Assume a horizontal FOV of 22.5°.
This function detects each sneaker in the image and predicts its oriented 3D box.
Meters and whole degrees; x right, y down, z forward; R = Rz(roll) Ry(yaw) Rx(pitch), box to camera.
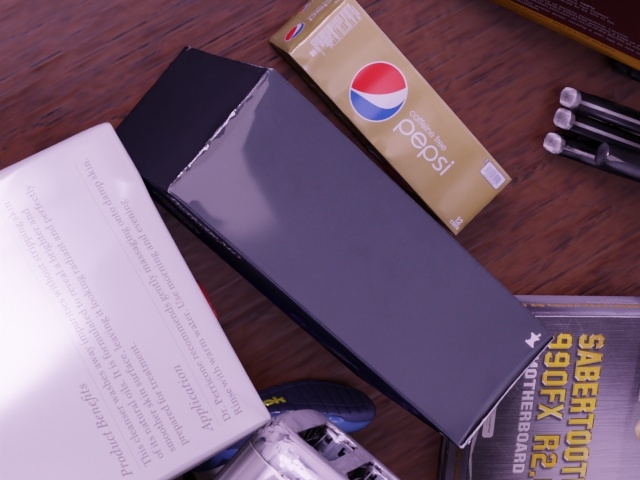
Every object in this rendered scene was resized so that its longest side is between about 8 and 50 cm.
[{"bbox_3d":[-0.030,0.140,1.153,0.144,0.053,0.059,-10,112,-9],"label":"sneaker"}]

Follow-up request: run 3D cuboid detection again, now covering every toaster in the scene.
[{"bbox_3d":[-0.025,0.197,1.039,0.129,0.227,0.146,39,95,12],"label":"toaster"}]

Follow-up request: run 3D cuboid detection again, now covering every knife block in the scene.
[{"bbox_3d":[0.306,-0.046,1.184,0.242,0.088,0.276,-28,111,-7],"label":"knife block"}]

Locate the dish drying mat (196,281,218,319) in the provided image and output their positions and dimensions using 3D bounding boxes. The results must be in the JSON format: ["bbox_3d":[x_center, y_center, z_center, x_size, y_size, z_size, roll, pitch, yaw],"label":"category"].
[{"bbox_3d":[-0.112,0.059,1.111,0.083,0.008,0.032,-27,94,-26],"label":"dish drying mat"}]

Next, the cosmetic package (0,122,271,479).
[{"bbox_3d":[-0.251,0.115,0.952,0.385,0.156,0.217,-26,84,-18],"label":"cosmetic package"}]

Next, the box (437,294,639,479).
[{"bbox_3d":[0.185,0.158,1.219,0.183,0.056,0.231,2,104,-17],"label":"box"}]

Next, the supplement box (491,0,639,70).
[{"bbox_3d":[0.181,-0.215,1.001,0.191,0.194,0.129,25,82,-2],"label":"supplement box"}]

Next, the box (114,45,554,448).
[{"bbox_3d":[0.000,0.000,1.045,0.261,0.184,0.103,42,82,-22],"label":"box"}]

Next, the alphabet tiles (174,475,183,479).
[{"bbox_3d":[-0.206,0.138,1.061,0.237,0.009,0.198,-1,76,-23],"label":"alphabet tiles"}]

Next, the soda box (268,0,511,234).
[{"bbox_3d":[0.048,-0.090,1.106,0.058,0.061,0.181,-44,113,-1],"label":"soda box"}]
